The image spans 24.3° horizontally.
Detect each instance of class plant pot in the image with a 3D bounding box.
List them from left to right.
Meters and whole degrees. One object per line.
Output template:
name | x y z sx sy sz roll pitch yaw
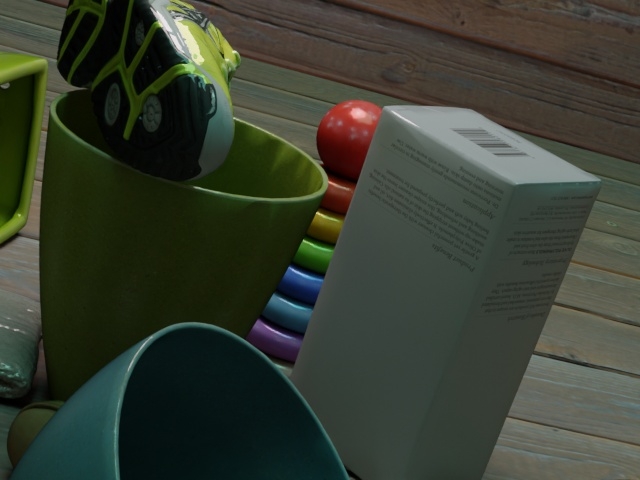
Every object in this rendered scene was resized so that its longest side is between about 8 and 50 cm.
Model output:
plant pot | -0.468 -0.114 1.744 0.207 0.228 0.227 13 17 9
plant pot | -0.117 0.227 1.019 0.290 0.195 0.290 45 30 -35
plant pot | -0.165 0.036 1.463 0.275 0.293 0.275 16 19 -6

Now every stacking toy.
stacking toy | 0.000 0.000 1.667 0.141 0.330 0.141 16 18 -5

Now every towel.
towel | -0.419 0.080 1.493 0.282 0.049 0.187 16 19 -10

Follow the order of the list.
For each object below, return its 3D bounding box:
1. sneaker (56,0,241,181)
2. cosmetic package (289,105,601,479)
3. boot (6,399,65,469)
sneaker | -0.133 -0.162 1.371 0.147 0.145 0.384 9 22 -25
cosmetic package | 0.115 0.064 1.534 0.155 0.365 0.197 -4 31 -46
boot | -0.256 0.221 1.173 0.236 0.089 0.270 29 23 33
